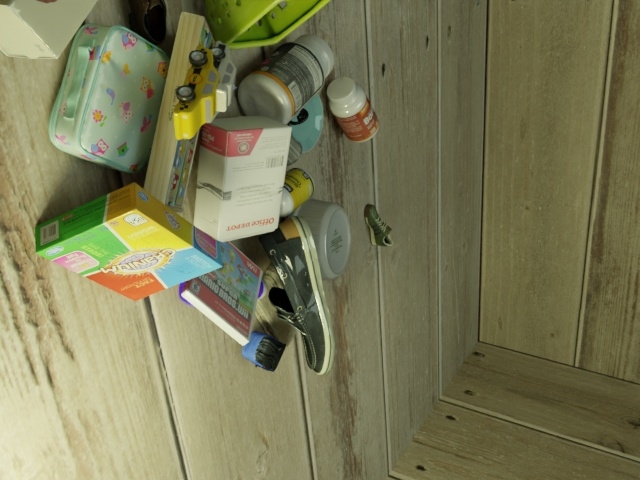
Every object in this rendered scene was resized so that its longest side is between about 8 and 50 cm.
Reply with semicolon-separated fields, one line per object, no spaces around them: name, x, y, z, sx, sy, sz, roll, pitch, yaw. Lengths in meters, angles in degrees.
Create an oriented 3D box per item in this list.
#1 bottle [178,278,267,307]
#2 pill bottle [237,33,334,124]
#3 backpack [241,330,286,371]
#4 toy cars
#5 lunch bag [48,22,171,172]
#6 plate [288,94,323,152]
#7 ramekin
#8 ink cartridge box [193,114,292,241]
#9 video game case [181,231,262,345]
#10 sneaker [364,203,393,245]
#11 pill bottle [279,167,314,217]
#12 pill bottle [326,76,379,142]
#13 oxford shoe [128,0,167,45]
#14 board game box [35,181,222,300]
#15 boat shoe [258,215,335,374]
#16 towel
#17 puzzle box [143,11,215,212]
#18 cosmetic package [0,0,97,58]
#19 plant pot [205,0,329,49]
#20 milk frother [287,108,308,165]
bottle;-0.246;0.128;1.931;0.283;0.118;0.092;4;98;-61
pill bottle;-0.085;-0.431;1.952;0.278;0.162;0.162;-53;142;-38
backpack;-0.179;0.322;2.139;0.120;0.101;0.098;41;63;-53
toy cars;-0.220;-0.313;1.512;0.393;0.087;0.176;-84;-174;-72
lunch bag;-0.423;-0.291;1.475;0.224;0.108;0.279;20;83;-59
plate;-0.049;-0.357;2.180;0.188;0.024;0.188;-32;129;-52
ramekin;0.000;0.000;2.254;0.273;0.127;0.272;2;90;-67
ink cartridge box;-0.199;-0.160;1.833;0.207;0.117;0.283;-13;121;-44
video game case;-0.236;0.104;1.807;0.204;0.025;0.285;44;26;-23
sneaker;0.225;-0.052;2.707;0.064;0.086;0.192;-53;142;-36
pill bottle;-0.103;-0.129;2.092;0.184;0.103;0.103;-43;136;-46
pill bottle;0.100;-0.417;2.315;0.121;0.121;0.216;-67;149;-18
oxford shoe;-0.358;-0.515;1.501;0.083;0.096;0.227;-31;126;-29
board game box;-0.389;0.014;1.524;0.316;0.242;0.064;42;31;-57
boat shoe;-0.068;0.173;2.102;0.156;0.187;0.500;-17;115;-12
towel;-0.123;0.188;2.240;0.187;0.049;0.282;-59;145;-31
puzzle box;-0.306;-0.264;1.611;0.272;0.052;0.408;-155;-102;-87
cosmetic package;-0.471;-0.474;1.280;0.129;0.153;0.296;52;55;-52
plant pot;-0.145;-0.594;1.696;0.227;0.228;0.207;-28;90;-52
milk frother;-0.084;-0.292;2.026;0.135;0.143;0.129;43;60;-57
